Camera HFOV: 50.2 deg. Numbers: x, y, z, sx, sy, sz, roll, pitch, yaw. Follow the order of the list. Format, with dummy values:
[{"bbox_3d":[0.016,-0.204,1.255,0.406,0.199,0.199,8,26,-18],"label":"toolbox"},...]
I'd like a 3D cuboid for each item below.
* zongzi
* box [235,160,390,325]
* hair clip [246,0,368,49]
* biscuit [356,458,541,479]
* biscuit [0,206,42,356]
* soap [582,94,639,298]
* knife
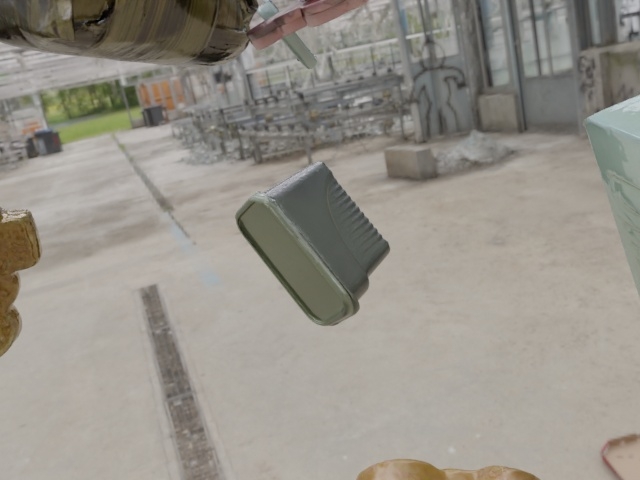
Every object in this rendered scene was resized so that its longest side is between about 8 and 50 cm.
[{"bbox_3d":[-0.165,-0.306,0.609,0.134,0.288,0.286,5,10,27],"label":"zongzi"},{"bbox_3d":[0.000,0.000,1.244,0.178,0.274,0.138,-40,3,-38],"label":"box"},{"bbox_3d":[0.005,-0.217,0.604,0.138,0.102,0.123,34,68,29],"label":"hair clip"},{"bbox_3d":[0.127,0.227,0.481,0.289,0.202,0.044,27,37,-14],"label":"biscuit"},{"bbox_3d":[-0.338,0.023,0.518,0.239,0.212,0.041,-16,35,-25],"label":"biscuit"},{"bbox_3d":[0.254,0.000,0.456,0.067,0.198,0.119,-26,22,2],"label":"soap"},{"bbox_3d":[-0.042,-0.259,0.863,0.023,0.044,0.162,-45,-15,7],"label":"knife"}]
